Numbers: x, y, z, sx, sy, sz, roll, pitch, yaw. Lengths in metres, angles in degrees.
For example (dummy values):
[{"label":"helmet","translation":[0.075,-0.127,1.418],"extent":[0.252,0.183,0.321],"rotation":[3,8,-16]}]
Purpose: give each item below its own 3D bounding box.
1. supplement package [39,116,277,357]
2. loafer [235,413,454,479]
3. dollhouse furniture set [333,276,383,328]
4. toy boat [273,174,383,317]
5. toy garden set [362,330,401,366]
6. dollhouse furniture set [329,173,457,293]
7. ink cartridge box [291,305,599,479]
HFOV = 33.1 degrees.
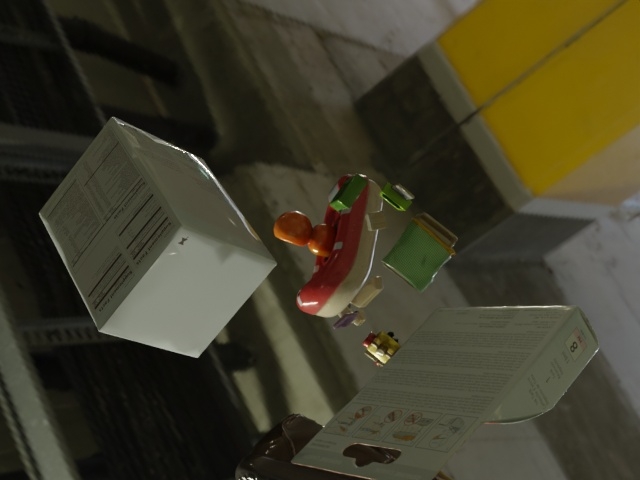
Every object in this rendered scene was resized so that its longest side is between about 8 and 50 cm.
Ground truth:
[{"label":"supplement package","translation":[-0.242,-0.003,1.574],"extent":[0.199,0.198,0.263],"rotation":[24,-158,-48]},{"label":"loafer","translation":[0.088,0.278,1.234],"extent":[0.365,0.134,0.130],"rotation":[16,-126,12]},{"label":"dollhouse furniture set","translation":[0.059,0.083,1.848],"extent":[0.081,0.114,0.091],"rotation":[53,-155,21]},{"label":"toy boat","translation":[0.000,0.000,1.666],"extent":[0.151,0.151,0.231],"rotation":[17,-115,-11]},{"label":"toy garden set","translation":[0.159,0.228,1.880],"extent":[0.203,0.049,0.244],"rotation":[39,173,2]},{"label":"dollhouse furniture set","translation":[0.085,-0.014,1.186],"extent":[0.151,0.076,0.058],"rotation":[38,170,-7]},{"label":"ink cartridge box","translation":[0.112,0.147,0.965],"extent":[0.232,0.189,0.066],"rotation":[-47,-67,-29]}]
